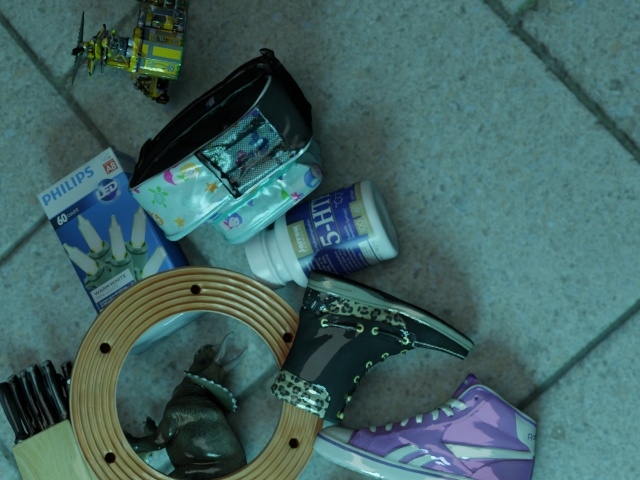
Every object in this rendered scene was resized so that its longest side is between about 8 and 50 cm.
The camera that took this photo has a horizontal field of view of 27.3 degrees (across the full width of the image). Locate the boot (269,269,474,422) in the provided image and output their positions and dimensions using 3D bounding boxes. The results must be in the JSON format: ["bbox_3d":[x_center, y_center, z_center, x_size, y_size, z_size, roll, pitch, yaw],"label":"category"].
[{"bbox_3d":[0.064,0.156,1.709,0.236,0.085,0.178,23,90,-11],"label":"boot"}]

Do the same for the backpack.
[{"bbox_3d":[-0.124,-0.106,1.740,0.254,0.225,0.191,-32,108,9],"label":"backpack"}]

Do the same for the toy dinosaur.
[{"bbox_3d":[-0.162,0.292,1.762,0.160,0.121,0.313,-18,77,18],"label":"toy dinosaur"}]

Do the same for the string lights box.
[{"bbox_3d":[-0.274,0.016,1.841,0.133,0.077,0.259,-32,77,10],"label":"string lights box"}]

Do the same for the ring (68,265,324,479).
[{"bbox_3d":[-0.157,0.201,1.707,0.337,0.032,0.336,1,85,-15],"label":"ring"}]

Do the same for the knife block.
[{"bbox_3d":[-0.371,0.312,1.828,0.242,0.088,0.275,20,89,16],"label":"knife block"}]

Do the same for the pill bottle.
[{"bbox_3d":[0.000,0.000,1.755,0.187,0.112,0.112,-21,79,11],"label":"pill bottle"}]

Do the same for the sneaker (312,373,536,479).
[{"bbox_3d":[0.139,0.243,1.706,0.282,0.102,0.161,12,83,5],"label":"sneaker"}]

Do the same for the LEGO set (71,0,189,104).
[{"bbox_3d":[-0.276,-0.362,1.790,0.192,0.255,0.331,9,98,-12],"label":"LEGO set"}]
